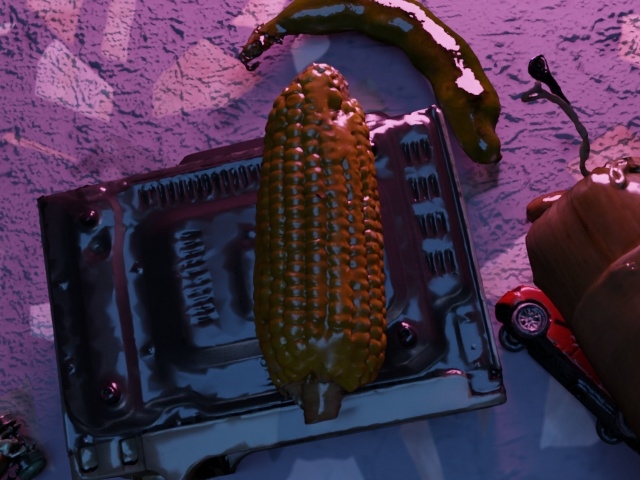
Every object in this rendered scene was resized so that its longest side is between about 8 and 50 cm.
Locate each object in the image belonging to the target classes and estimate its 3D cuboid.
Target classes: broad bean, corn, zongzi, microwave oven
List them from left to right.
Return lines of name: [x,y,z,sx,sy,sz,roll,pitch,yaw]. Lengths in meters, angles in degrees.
microwave oven: [-0.041,0.054,0.822,0.355,0.218,0.286,-11,79,5]
corn: [0.000,0.000,0.670,0.097,0.097,0.261,-2,76,7]
broad bean: [0.071,-0.181,0.934,0.292,0.049,0.144,26,73,15]
zongzi: [0.354,0.053,0.783,0.181,0.418,0.447,-55,48,36]

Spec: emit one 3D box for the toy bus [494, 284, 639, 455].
toy bus: [0.251,0.105,0.845,0.089,0.081,0.195,-44,76,-12]

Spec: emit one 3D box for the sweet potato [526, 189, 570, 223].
sweet potato: [0.339,-0.017,0.850,0.292,0.097,0.097,-4,78,7]

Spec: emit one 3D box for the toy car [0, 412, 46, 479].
toy car: [-0.341,0.237,0.909,0.143,0.054,0.073,-42,78,-1]
